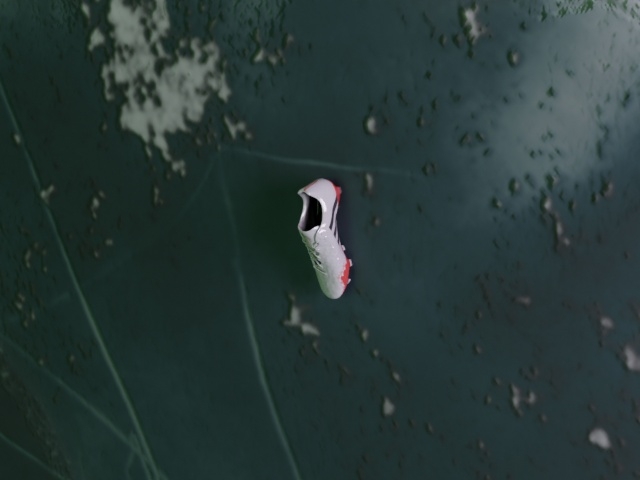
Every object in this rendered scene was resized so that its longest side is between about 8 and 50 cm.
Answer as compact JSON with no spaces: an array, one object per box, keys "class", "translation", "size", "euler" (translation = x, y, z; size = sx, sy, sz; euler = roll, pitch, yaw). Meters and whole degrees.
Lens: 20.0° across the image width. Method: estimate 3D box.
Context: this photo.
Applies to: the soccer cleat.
[{"class":"soccer cleat","translation":[0.000,0.000,1.220],"size":[0.029,0.036,0.083],"euler":[5,104,38]}]
